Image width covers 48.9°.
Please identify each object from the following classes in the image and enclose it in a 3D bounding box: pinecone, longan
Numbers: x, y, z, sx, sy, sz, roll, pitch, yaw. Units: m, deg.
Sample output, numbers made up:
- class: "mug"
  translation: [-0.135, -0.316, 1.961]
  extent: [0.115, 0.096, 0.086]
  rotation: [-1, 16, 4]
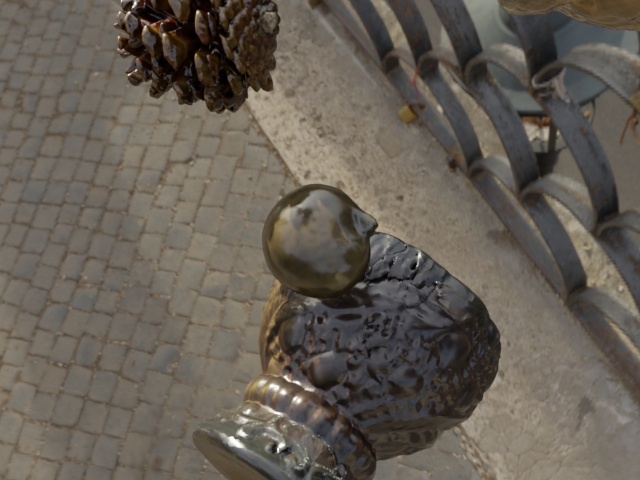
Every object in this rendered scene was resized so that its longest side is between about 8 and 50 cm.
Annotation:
- class: "pinecone"
  translation: [-0.118, -0.198, 0.678]
  extent: [0.174, 0.173, 0.173]
  rotation: [-5, 68, 13]
- class: "longan"
  translation: [0.000, 0.000, 0.642]
  extent: [0.113, 0.092, 0.113]
  rotation: [-10, 69, 28]

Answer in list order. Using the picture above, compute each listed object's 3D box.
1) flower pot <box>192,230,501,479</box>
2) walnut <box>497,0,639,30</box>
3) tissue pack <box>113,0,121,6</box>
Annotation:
- class: "flower pot"
  translation: [0.020, 0.162, 0.753]
  extent: [0.266, 0.266, 0.267]
  rotation: [27, 63, 23]
- class: "walnut"
  translation: [0.386, -0.434, 0.911]
  extent: [0.384, 0.383, 0.383]
  rotation: [-5, 68, 13]
- class: "tissue pack"
  translation: [-0.157, -0.459, 0.926]
  extent: [0.333, 0.229, 0.236]
  rotation: [-10, 79, 17]
